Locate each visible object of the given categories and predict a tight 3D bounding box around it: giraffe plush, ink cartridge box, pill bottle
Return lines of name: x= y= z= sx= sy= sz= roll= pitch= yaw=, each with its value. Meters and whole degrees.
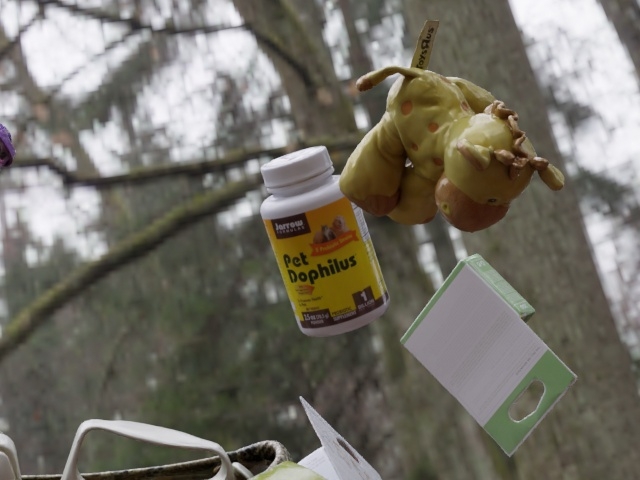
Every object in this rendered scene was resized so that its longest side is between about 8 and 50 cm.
giraffe plush: x=0.138 y=-0.081 z=1.573 sx=0.181 sy=0.170 sz=0.210 roll=-21 pitch=-48 yaw=-28
ink cartridge box: x=0.050 y=0.401 z=2.573 sx=0.060 sy=0.239 sz=0.275 roll=-36 pitch=-48 yaw=5
pill bottle: x=0.000 y=0.000 z=1.987 sx=0.117 sy=0.117 sz=0.215 roll=-17 pitch=-79 yaw=7
ink cartridge box: x=0.243 y=0.160 z=2.314 sx=0.056 sy=0.235 sz=0.171 roll=-16 pitch=-33 yaw=-55

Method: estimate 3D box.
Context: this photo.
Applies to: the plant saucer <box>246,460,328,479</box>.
plant saucer: x=-0.005 y=0.244 z=1.087 sx=0.045 sy=0.188 sz=0.188 roll=-16 pitch=-3 yaw=16

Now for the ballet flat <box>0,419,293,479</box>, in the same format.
ballet flat: x=-0.257 y=0.270 z=1.706 sx=0.483 sy=0.164 sz=0.182 roll=-5 pitch=-67 yaw=-10

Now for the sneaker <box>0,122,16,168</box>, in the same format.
sneaker: x=-0.336 y=-0.073 z=1.555 sx=0.104 sy=0.236 sz=0.095 roll=-28 pitch=-64 yaw=-11
